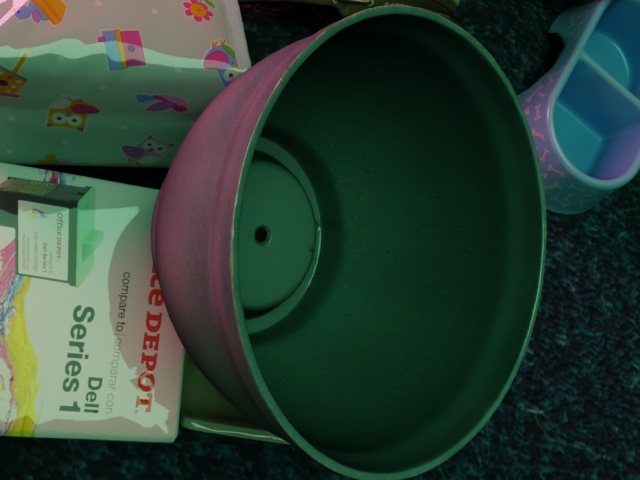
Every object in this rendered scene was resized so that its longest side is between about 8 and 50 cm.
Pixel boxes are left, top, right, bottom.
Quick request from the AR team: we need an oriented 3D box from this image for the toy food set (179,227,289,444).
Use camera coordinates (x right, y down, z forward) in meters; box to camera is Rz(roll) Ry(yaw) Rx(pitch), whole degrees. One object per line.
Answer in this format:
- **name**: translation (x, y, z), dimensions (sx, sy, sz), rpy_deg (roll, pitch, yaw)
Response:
- **toy food set**: translation (0.001, 0.036, 0.691), dimensions (0.220, 0.092, 0.306), rpy_deg (13, 75, -19)

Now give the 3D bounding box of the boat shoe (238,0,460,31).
- **boat shoe**: translation (0.024, -0.252, 0.768), dimensions (0.257, 0.095, 0.095), rpy_deg (8, 101, -21)

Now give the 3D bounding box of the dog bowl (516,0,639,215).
- **dog bowl**: translation (0.328, -0.171, 0.870), dimensions (0.166, 0.074, 0.297), rpy_deg (36, 69, -12)

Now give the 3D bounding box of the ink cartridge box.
- **ink cartridge box**: translation (-0.245, 0.048, 0.578), dimensions (0.278, 0.117, 0.201), rpy_deg (9, 77, -20)

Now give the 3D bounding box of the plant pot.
- **plant pot**: translation (0.000, 0.000, 0.534), dimensions (0.293, 0.196, 0.293), rpy_deg (-2, 94, -42)

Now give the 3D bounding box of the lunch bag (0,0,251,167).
- **lunch bag**: translation (-0.192, -0.198, 0.619), dimensions (0.223, 0.160, 0.262), rpy_deg (-2, 59, -21)
